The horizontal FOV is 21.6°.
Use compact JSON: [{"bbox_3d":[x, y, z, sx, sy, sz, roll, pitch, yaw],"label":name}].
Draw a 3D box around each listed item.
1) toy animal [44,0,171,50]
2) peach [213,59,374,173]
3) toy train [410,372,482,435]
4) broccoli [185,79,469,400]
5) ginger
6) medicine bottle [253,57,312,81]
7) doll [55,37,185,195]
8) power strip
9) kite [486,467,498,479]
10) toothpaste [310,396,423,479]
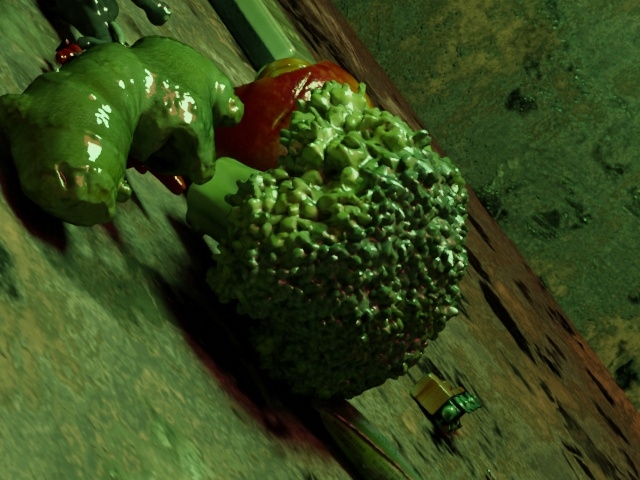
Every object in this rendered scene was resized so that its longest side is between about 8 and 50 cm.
[{"bbox_3d":[-0.216,-0.236,1.626,0.137,0.082,0.269,37,22,-44],"label":"toy animal"},{"bbox_3d":[-0.040,-0.100,1.640,0.192,0.190,0.190,45,13,-28],"label":"peach"},{"bbox_3d":[0.139,0.177,1.855,0.064,0.044,0.103,44,10,12],"label":"toy train"},{"bbox_3d":[0.019,-0.003,1.434,0.260,0.235,0.288,60,2,29],"label":"broccoli"},{"bbox_3d":[-0.148,-0.091,1.294,0.137,0.089,0.290,60,27,1],"label":"ginger"},{"bbox_3d":[-0.030,-0.151,2.050,0.096,0.096,0.192,47,12,-24],"label":"medicine bottle"},{"bbox_3d":[-0.179,-0.114,1.436,0.109,0.057,0.169,33,24,-48],"label":"doll"},{"bbox_3d":[-0.104,-0.333,2.394,0.257,0.070,0.105,55,11,20],"label":"power strip"},{"bbox_3d":[0.237,0.359,1.753,0.314,0.011,0.335,44,13,-35],"label":"kite"},{"bbox_3d":[0.074,0.218,1.464,0.248,0.047,0.078,48,10,-11],"label":"toothpaste"}]
